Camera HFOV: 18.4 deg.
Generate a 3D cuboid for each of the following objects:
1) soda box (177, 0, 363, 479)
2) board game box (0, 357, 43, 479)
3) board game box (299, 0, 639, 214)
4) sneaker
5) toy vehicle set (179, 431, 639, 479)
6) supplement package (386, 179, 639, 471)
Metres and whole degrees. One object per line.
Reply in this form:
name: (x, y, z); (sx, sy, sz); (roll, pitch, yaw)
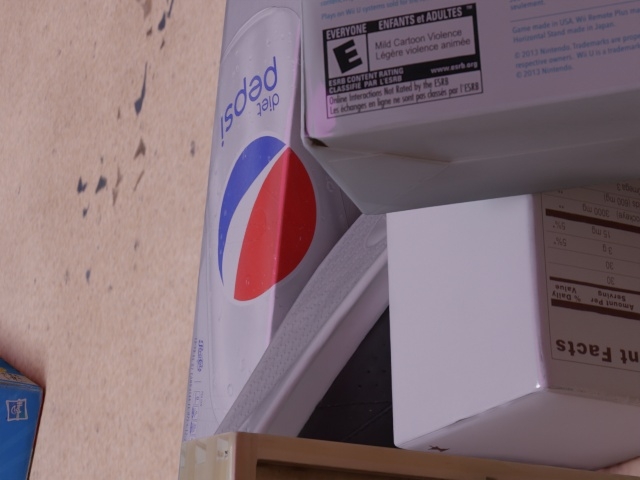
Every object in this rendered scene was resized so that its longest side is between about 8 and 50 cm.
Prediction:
soda box: (0.000, 0.000, 0.995); (0.091, 0.098, 0.286); (-6, 76, 61)
board game box: (-0.333, 0.223, 1.560); (0.302, 0.086, 0.308); (22, 102, 62)
board game box: (0.103, -0.178, 0.733); (0.224, 0.097, 0.303); (-7, 71, 15)
sneaker: (0.050, 0.080, 0.888); (0.296, 0.147, 0.104); (-57, 11, -22)
toy vehicle set: (0.079, 0.157, 0.622); (0.035, 0.267, 0.166); (-22, 62, 57)
supplement package: (0.096, -0.006, 0.808); (0.105, 0.105, 0.179); (-29, 57, 54)
